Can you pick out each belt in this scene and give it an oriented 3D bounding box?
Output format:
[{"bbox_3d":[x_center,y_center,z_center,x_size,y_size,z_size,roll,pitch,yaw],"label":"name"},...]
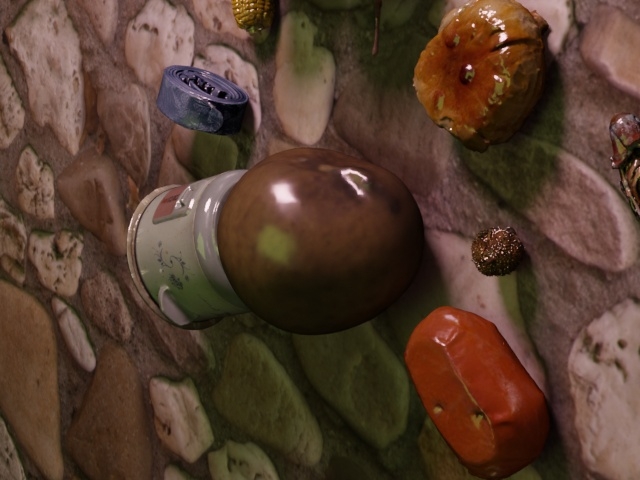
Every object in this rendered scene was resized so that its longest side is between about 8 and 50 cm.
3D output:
[{"bbox_3d":[-0.215,-0.251,2.201,0.190,0.141,0.082,36,121,38],"label":"belt"}]

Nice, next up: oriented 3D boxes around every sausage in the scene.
[{"bbox_3d":[0.223,0.215,1.755,0.153,0.141,0.268,-52,56,38],"label":"sausage"}]

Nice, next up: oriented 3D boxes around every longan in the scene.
[{"bbox_3d":[0.000,0.000,1.866,0.319,0.319,0.319,7,99,48],"label":"longan"}]

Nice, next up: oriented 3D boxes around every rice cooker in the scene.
[{"bbox_3d":[-0.186,0.013,2.115,0.316,0.264,0.317,-33,32,24],"label":"rice cooker"}]

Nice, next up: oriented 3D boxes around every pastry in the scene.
[{"bbox_3d":[0.228,-0.238,1.731,0.218,0.100,0.229,-15,81,48],"label":"pastry"}]

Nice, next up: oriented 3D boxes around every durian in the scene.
[{"bbox_3d":[0.253,0.017,1.741,0.080,0.091,0.080,10,112,26],"label":"durian"}]

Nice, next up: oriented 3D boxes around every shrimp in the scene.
[{"bbox_3d":[0.435,-0.065,1.537,0.090,0.079,0.233,-28,71,7],"label":"shrimp"}]

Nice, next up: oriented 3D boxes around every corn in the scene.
[{"bbox_3d":[-0.123,-0.478,2.120,0.080,0.080,0.238,-4,92,49],"label":"corn"}]

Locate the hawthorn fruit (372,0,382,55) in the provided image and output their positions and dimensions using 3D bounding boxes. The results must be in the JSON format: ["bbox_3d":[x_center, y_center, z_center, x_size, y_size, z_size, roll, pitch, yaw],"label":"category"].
[{"bbox_3d":[0.050,-0.481,1.832,0.235,0.263,0.231,-44,34,4],"label":"hawthorn fruit"}]
